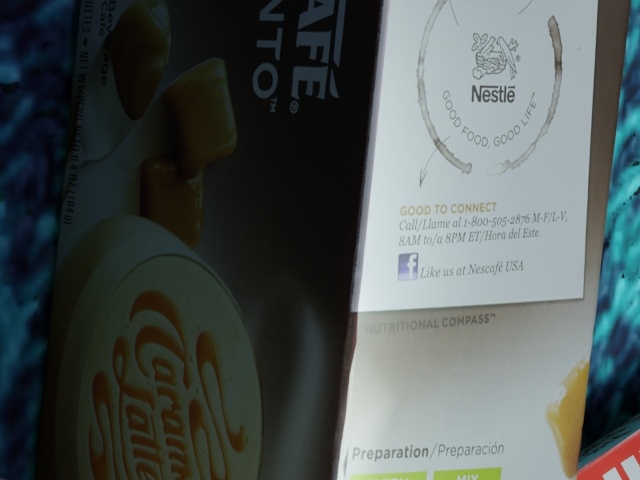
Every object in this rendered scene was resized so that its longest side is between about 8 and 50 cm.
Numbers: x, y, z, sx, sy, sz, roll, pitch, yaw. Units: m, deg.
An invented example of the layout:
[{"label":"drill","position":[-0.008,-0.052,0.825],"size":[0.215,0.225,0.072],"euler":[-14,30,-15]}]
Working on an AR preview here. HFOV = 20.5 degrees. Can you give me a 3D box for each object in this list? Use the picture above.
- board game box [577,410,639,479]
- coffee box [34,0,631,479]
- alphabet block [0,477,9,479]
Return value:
[{"label":"board game box","position":[0.144,0.165,0.662],"size":[0.147,0.045,0.193],"euler":[-26,85,-36]},{"label":"coffee box","position":[0.000,0.000,0.502],"size":[0.098,0.141,0.246],"euler":[4,94,-41]},{"label":"alphabet block","position":[-0.095,0.180,0.414],"size":[0.193,0.192,0.197],"euler":[-50,123,-22]}]
